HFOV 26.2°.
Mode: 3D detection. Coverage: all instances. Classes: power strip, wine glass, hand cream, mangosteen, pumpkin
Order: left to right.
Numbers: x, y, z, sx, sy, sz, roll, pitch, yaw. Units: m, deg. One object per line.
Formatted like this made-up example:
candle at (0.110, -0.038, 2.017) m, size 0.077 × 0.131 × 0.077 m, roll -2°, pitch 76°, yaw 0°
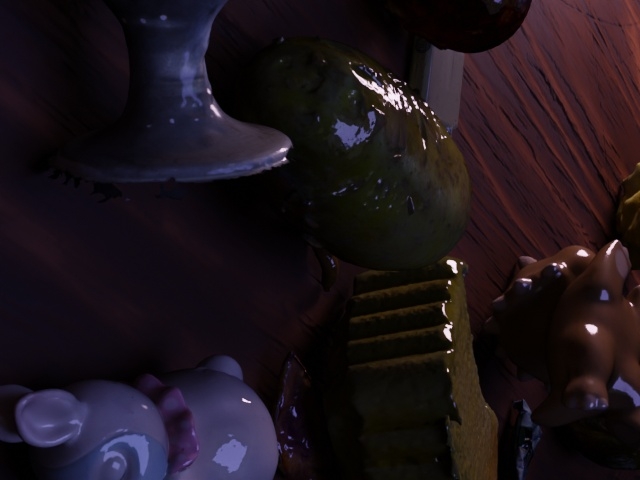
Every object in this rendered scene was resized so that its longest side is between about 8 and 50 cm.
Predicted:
wine glass at (-0.106, -0.216, 0.919) m, size 0.190 × 0.190 × 0.357 m, roll -21°, pitch 116°, yaw -54°
power strip at (0.118, -0.183, 1.393) m, size 0.076 × 0.028 × 0.169 m, roll 16°, pitch 80°, yaw -56°
mangosteen at (0.135, -0.266, 1.279) m, size 0.146 × 0.156 × 0.181 m, roll -33°, pitch 153°, yaw -60°
hand cream at (0.207, 0.305, 1.594) m, size 0.075 × 0.052 × 0.248 m, roll 88°, pitch 20°, yaw -54°
pumpkin at (0.403, 0.192, 1.761) m, size 0.219 × 0.162 × 0.219 m, roll -22°, pitch 117°, yaw -52°

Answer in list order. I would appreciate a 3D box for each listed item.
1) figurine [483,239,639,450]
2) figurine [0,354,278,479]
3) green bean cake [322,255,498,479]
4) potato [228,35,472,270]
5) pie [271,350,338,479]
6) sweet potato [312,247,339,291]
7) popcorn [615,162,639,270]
figurine at (0.272, 0.115, 1.540) m, size 0.177 × 0.173 × 0.247 m, roll 34°, pitch 50°, yaw -41°
figurine at (-0.144, 0.163, 0.976) m, size 0.235 × 0.127 × 0.155 m, roll 3°, pitch 102°, yaw -51°
green bean cake at (0.090, 0.159, 1.288) m, size 0.233 × 0.124 × 0.236 m, roll -74°, pitch 153°, yaw -58°
potato at (0.029, -0.067, 1.167) m, size 0.298 × 0.141 × 0.176 m, roll 38°, pitch 50°, yaw -51°
pie at (-0.010, 0.175, 1.247) m, size 0.170 × 0.034 × 0.092 m, roll 51°, pitch 57°, yaw -52°
sweet potato at (0.000, 0.000, 1.246) m, size 0.026 × 0.026 × 0.115 m, roll -51°, pitch 134°, yaw -40°
popcorn at (0.505, -0.023, 1.818) m, size 0.235 × 0.216 × 0.181 m, roll -60°, pitch -173°, yaw 34°
